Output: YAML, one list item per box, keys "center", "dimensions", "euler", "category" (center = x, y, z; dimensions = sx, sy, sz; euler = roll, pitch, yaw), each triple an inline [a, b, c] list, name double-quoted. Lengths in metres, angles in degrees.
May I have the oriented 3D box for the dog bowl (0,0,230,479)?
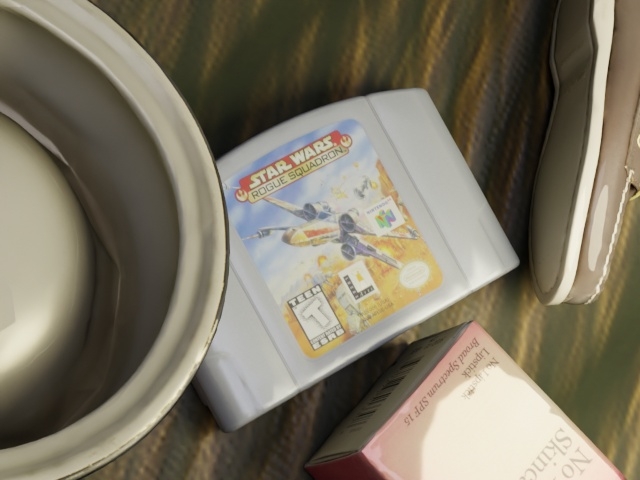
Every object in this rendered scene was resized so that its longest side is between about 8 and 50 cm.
- center: [-0.276, 0.001, 1.161]
  dimensions: [0.408, 0.150, 0.407]
  euler: [12, 62, -24]
  category: "dog bowl"

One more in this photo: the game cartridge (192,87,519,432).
- center: [0.000, 0.000, 1.358]
  dimensions: [0.297, 0.062, 0.198]
  euler: [-29, 94, -24]
  category: "game cartridge"

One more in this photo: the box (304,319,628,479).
- center: [0.129, 0.199, 1.321]
  dimensions: [0.232, 0.127, 0.148]
  euler: [45, 66, -6]
  category: "box"

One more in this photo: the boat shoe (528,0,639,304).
- center: [0.246, -0.091, 1.442]
  dimensions: [0.097, 0.116, 0.324]
  euler: [15, 67, -14]
  category: "boat shoe"
